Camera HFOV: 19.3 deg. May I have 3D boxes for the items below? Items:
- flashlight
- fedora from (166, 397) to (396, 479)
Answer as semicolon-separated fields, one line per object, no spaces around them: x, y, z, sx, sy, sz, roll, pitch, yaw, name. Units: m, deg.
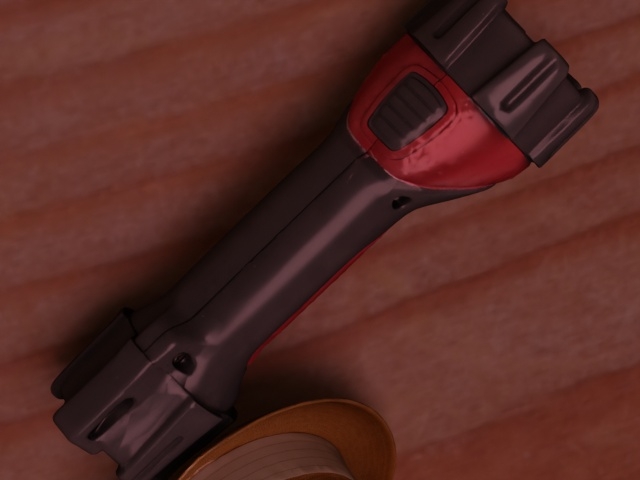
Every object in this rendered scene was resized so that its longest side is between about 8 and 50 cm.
0.000;0.000;0.964;0.304;0.103;0.103;-45;112;8;flashlight
-0.019;0.171;1.002;0.194;0.079;0.194;-27;142;-23;fedora
